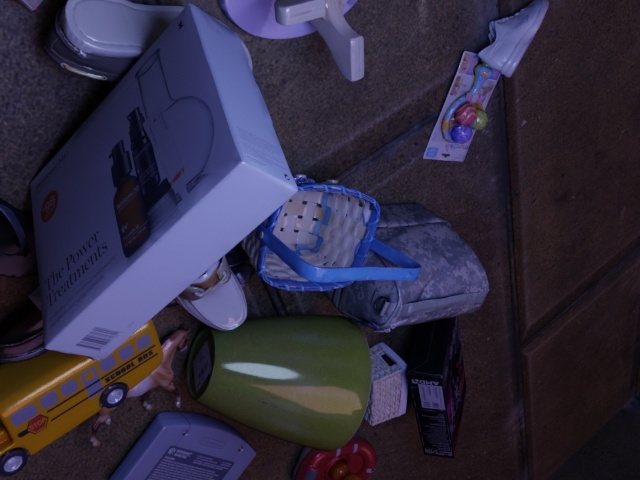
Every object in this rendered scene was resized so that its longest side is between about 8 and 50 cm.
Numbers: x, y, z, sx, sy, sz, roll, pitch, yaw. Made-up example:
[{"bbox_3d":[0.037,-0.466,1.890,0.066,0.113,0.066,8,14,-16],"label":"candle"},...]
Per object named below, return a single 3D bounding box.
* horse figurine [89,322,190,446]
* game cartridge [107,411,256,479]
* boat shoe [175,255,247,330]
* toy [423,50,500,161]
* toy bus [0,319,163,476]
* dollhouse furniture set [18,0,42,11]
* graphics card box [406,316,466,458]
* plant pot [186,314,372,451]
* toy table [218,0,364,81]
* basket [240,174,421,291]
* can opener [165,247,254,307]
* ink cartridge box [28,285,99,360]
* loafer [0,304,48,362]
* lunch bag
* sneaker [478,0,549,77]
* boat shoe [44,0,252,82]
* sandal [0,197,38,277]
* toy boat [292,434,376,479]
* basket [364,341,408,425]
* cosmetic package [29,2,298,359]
[{"bbox_3d":[-0.348,0.271,1.262,0.263,0.066,0.174,-18,133,-34],"label":"horse figurine"},{"bbox_3d":[-0.276,0.463,1.460,0.198,0.062,0.297,-55,137,-2],"label":"game cartridge"},{"bbox_3d":[-0.209,0.051,1.159,0.113,0.103,0.302,-42,124,-12],"label":"boat shoe"},{"bbox_3d":[0.318,-0.271,1.469,0.137,0.056,0.237,-1,118,-38],"label":"toy"},{"bbox_3d":[-0.422,0.232,1.114,0.332,0.108,0.130,-32,136,-30],"label":"toy bus"},{"bbox_3d":[-0.315,-0.394,0.830,0.129,0.129,0.184,46,55,-47],"label":"dollhouse furniture set"},{"bbox_3d":[0.304,0.360,1.772,0.233,0.094,0.371,-67,151,-42],"label":"graphics card box"},{"bbox_3d":[-0.098,0.258,1.347,0.293,0.275,0.275,15,107,-30],"label":"plant pot"},{"bbox_3d":[0.003,-0.382,1.054,0.274,0.161,0.252,-34,135,-19],"label":"toy table"},{"bbox_3d":[0.000,0.000,1.209,0.255,0.289,0.201,4,114,-41],"label":"basket"},{"bbox_3d":[-0.204,0.079,1.272,0.186,0.073,0.059,-26,170,-21],"label":"can opener"},{"bbox_3d":[-0.332,0.075,1.061,0.175,0.072,0.127,-49,129,-32],"label":"ink cartridge box"},{"bbox_3d":[-0.424,0.112,1.089,0.220,0.080,0.078,-31,130,-34],"label":"loafer"},{"bbox_3d":[0.166,0.067,1.420,0.305,0.256,0.212,-4,119,-38],"label":"lunch bag"},{"bbox_3d":[0.393,-0.433,1.416,0.212,0.094,0.080,-57,170,-25],"label":"sneaker"},{"bbox_3d":[-0.233,-0.269,0.981,0.305,0.091,0.109,-2,74,-46],"label":"boat shoe"},{"bbox_3d":[-0.470,-0.030,0.964,0.097,0.054,0.254,-39,136,-13],"label":"sandal"},{"bbox_3d":[0.054,0.586,1.747,0.231,0.151,0.151,3,115,-41],"label":"toy boat"},{"bbox_3d":[0.140,0.355,1.695,0.103,0.113,0.167,-20,128,-26],"label":"basket"},{"bbox_3d":[-0.224,-0.069,0.885,0.377,0.284,0.097,-39,140,24],"label":"cosmetic package"}]
